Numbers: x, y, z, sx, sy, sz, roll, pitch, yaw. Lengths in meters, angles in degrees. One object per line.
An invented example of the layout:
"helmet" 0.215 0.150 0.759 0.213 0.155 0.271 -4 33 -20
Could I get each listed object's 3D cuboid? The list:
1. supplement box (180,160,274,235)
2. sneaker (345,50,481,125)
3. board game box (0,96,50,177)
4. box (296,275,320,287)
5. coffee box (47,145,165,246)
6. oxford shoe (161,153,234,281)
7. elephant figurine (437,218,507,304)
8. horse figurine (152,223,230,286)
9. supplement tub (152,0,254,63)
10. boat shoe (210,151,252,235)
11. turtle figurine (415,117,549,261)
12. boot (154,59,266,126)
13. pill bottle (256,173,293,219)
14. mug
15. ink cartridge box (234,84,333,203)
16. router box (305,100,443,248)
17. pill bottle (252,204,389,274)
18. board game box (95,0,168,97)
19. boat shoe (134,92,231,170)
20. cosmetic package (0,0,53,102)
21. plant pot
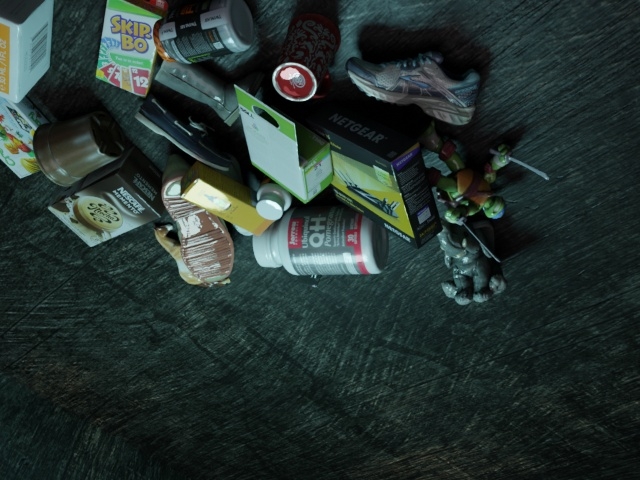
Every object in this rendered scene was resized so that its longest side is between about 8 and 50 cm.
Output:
"supplement box" -0.220 -0.100 1.763 0.233 0.080 0.078 27 125 -34
"sneaker" 0.193 -0.341 1.500 0.283 0.110 0.122 17 120 -3
"board game box" -0.808 -0.306 1.880 0.193 0.053 0.305 -14 129 31
"box" -0.025 0.081 2.034 0.062 0.052 0.083 18 139 1
"coffee box" -0.557 -0.113 1.954 0.297 0.118 0.168 -19 126 34
"oxford shoe" -0.317 -0.054 1.931 0.141 0.146 0.396 -13 133 -5
"elephant figurine" 0.358 0.020 1.781 0.170 0.186 0.239 -22 103 -7
"horse figurine" -0.361 0.057 2.112 0.175 0.066 0.263 -8 130 17
"supplement tub" -0.243 -0.433 1.513 0.191 0.117 0.117 -7 133 23
"boat shoe" -0.225 -0.099 1.882 0.096 0.088 0.267 3 136 15
"turtle figurine" 0.322 -0.139 1.577 0.266 0.274 0.197 33 109 -8
"boot" -0.248 -0.364 1.632 0.208 0.076 0.190 38 132 -12
"pill bottle" -0.103 -0.125 1.767 0.086 0.152 0.086 9 137 9
"mug" -0.018 -0.356 1.481 0.150 0.169 0.113 38 133 -21
"ink cartridge box" -0.075 -0.230 1.600 0.189 0.097 0.255 37 156 26
"router box" 0.115 -0.147 1.596 0.309 0.081 0.242 35 156 47
"pill bottle" 0.000 0.000 1.848 0.319 0.176 0.176 -2 134 20
"board game box" -0.421 -0.442 1.626 0.124 0.039 0.259 22 135 -7
"boat shoe" -0.315 -0.256 1.740 0.255 0.095 0.079 33 95 0
"cosmetic package" -0.834 -0.510 1.593 0.454 0.161 0.230 22 138 -5
"plant pot" -0.590 -0.238 1.814 0.165 0.167 0.167 -17 128 22
